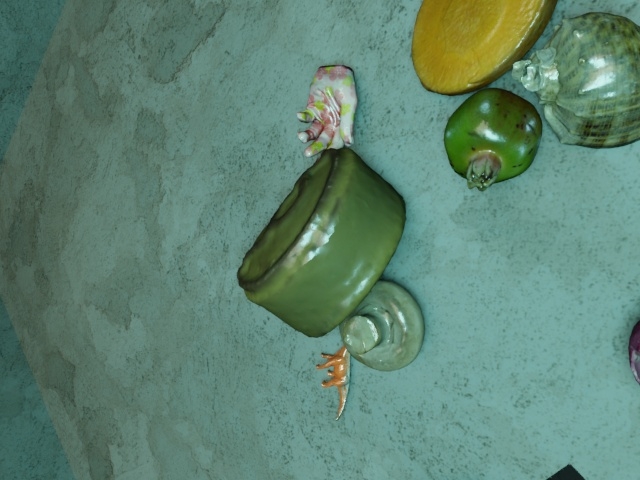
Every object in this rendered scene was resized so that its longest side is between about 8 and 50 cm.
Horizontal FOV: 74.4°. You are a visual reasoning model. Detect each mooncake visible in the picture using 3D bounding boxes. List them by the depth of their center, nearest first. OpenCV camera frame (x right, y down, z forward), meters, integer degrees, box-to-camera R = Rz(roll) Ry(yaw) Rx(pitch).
[{"bbox_3d":[0.000,0.000,0.952,0.394,0.246,0.393,-62,17,-19],"label":"mooncake"}]

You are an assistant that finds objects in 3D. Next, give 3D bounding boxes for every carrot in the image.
[{"bbox_3d":[0.306,-0.427,0.817,0.307,0.100,0.258,-56,51,31],"label":"carrot"}]

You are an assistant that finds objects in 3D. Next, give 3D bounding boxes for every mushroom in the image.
[{"bbox_3d":[0.120,0.191,0.920,0.204,0.204,0.204,1,93,33],"label":"mushroom"}]

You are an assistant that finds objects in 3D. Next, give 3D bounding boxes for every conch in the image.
[{"bbox_3d":[0.473,-0.268,0.699,0.291,0.159,0.210,10,96,31],"label":"conch"}]

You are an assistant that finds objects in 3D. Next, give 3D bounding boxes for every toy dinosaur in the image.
[{"bbox_3d":[0.042,0.303,1.062,0.101,0.055,0.280,-8,86,23],"label":"toy dinosaur"}]

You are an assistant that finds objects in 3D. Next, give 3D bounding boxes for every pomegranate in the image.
[{"bbox_3d":[0.309,-0.174,0.780,0.180,0.210,0.180,22,146,16],"label":"pomegranate"}]

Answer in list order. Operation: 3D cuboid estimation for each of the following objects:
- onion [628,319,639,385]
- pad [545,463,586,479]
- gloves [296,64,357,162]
[{"bbox_3d":[0.590,0.167,0.638,0.207,0.200,0.201,-34,74,42],"label":"onion"},{"bbox_3d":[0.505,0.540,0.801,0.190,0.004,0.127,48,115,23],"label":"pad"},{"bbox_3d":[0.022,-0.292,1.014,0.145,0.126,0.241,10,95,7],"label":"gloves"}]
